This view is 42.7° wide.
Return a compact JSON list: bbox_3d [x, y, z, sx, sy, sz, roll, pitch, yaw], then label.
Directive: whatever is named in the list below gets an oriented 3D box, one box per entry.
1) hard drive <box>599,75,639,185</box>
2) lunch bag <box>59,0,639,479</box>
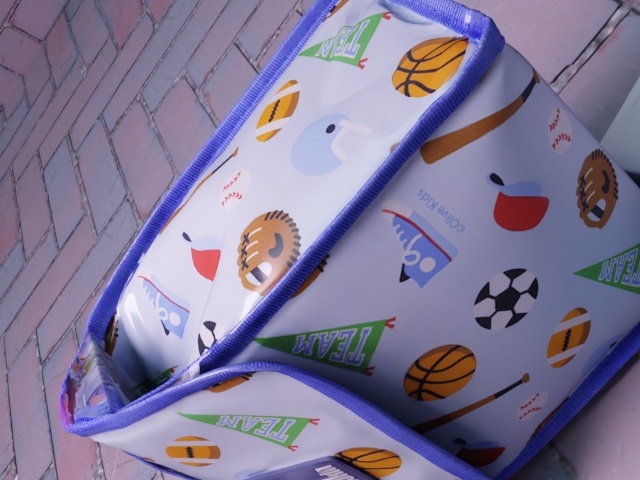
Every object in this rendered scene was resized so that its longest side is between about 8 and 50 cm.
[{"bbox_3d":[0.326,-0.128,0.519,0.233,0.047,0.353,-60,11,5],"label":"hard drive"},{"bbox_3d":[0.045,0.054,0.619,0.385,0.327,0.239,-48,37,8],"label":"lunch bag"}]
